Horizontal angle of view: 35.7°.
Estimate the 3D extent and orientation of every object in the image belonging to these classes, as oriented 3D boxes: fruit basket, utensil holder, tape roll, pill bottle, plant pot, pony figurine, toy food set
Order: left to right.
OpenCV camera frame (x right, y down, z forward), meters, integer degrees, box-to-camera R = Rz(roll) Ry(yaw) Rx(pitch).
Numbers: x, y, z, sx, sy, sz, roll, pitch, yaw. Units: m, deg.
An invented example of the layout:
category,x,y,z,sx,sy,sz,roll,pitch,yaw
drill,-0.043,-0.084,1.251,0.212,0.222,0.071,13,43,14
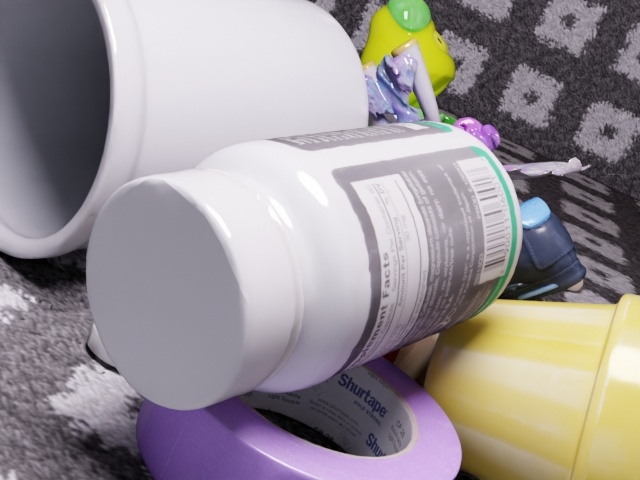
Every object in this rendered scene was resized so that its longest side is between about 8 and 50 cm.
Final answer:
category,x,y,z,sx,sy,sz,roll,pitch,yaw
utensil holder,-0.180,-0.155,1.142,0.328,0.327,0.386,37,27,33
tape roll,-0.018,0.167,0.879,0.275,0.090,0.275,22,19,-8
pill bottle,-0.001,0.010,0.838,0.204,0.204,0.361,35,29,30
toy food set,0.056,0.080,1.075,0.232,0.104,0.111,38,8,-13
fruit basket,0.177,-0.244,1.821,0.283,0.392,0.392,25,18,1
pony figurine,0.161,-0.097,1.428,0.363,0.303,0.351,61,-14,-8
plant pot,0.236,0.165,0.997,0.239,0.253,0.254,14,14,20

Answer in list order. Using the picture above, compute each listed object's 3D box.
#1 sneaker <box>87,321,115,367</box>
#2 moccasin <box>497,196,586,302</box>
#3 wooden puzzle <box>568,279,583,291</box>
category,x,y,z,sx,sy,sz,roll,pitch,yaw
sneaker,-0.111,0.052,1.033,0.106,0.123,0.290,29,18,20
moccasin,0.200,0.077,1.165,0.116,0.138,0.342,51,-18,13
wooden puzzle,0.349,0.008,1.855,0.221,0.044,0.238,15,25,-28
